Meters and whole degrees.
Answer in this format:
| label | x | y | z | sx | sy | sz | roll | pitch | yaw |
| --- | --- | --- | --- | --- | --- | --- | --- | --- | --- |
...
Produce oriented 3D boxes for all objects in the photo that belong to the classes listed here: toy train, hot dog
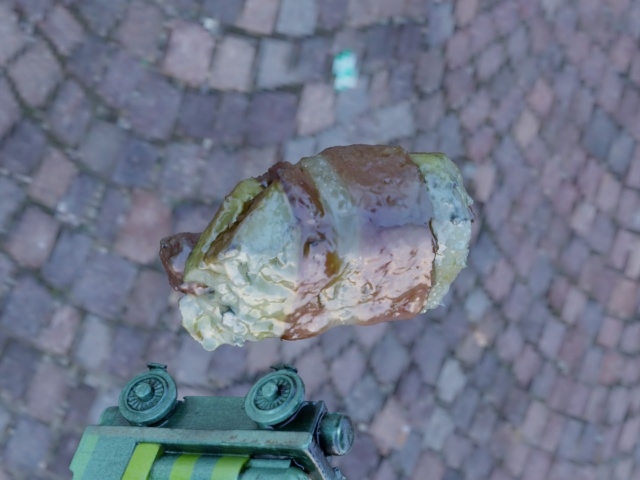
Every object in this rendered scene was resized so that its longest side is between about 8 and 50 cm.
| label | x | y | z | sx | sy | sz | roll | pitch | yaw |
| --- | --- | --- | --- | --- | --- | --- | --- | --- | --- |
| toy train | -0.077 | 0.159 | 1.359 | 0.083 | 0.200 | 0.132 | 59 | 40 | -41 |
| hot dog | 0.000 | 0.000 | 1.220 | 0.213 | 0.103 | 0.146 | -4 | 142 | -25 |
